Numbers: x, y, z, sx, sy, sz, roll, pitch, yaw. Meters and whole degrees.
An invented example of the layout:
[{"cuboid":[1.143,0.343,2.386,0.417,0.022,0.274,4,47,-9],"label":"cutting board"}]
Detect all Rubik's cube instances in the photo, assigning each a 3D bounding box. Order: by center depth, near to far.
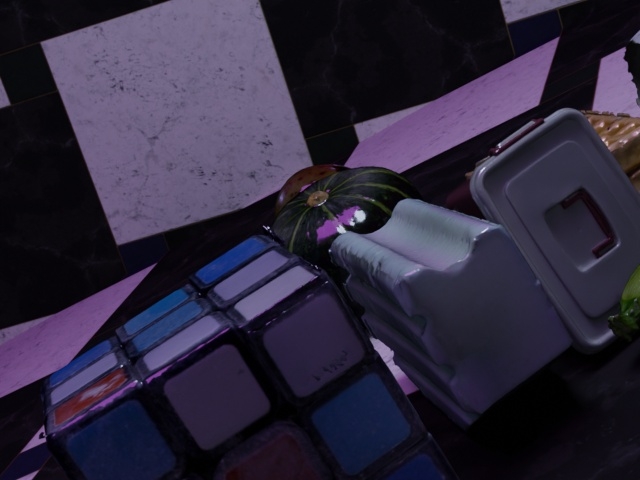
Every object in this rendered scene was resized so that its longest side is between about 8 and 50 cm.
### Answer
[{"cuboid":[-0.092,0.238,1.476,0.359,0.363,0.362,-32,14,-12],"label":"Rubik's cube"}]

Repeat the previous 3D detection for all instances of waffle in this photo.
[{"cuboid":[0.421,-0.121,2.166,0.261,0.114,0.376,-33,13,-5],"label":"waffle"}]

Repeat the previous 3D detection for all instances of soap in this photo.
[{"cuboid":[0.159,0.089,1.654,0.156,0.261,0.446,-33,12,-7],"label":"soap"}]

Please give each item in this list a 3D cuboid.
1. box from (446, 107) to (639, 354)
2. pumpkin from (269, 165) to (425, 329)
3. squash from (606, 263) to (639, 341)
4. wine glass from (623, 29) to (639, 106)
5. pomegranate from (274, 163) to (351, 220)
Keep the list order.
[{"cuboid":[0.308,-0.006,1.653,0.193,0.294,0.167,-34,2,-14],"label":"box"},{"cuboid":[0.049,0.015,2.223,0.323,0.241,0.323,-31,16,10],"label":"pumpkin"},{"cuboid":[0.503,-0.002,1.565,0.395,0.107,0.107,-36,14,-20],"label":"squash"},{"cuboid":[0.676,-0.315,2.079,0.323,0.238,0.238,-23,13,-1],"label":"wine glass"},{"cuboid":[0.014,0.004,2.490,0.242,0.242,0.305,-171,97,-70],"label":"pomegranate"}]
